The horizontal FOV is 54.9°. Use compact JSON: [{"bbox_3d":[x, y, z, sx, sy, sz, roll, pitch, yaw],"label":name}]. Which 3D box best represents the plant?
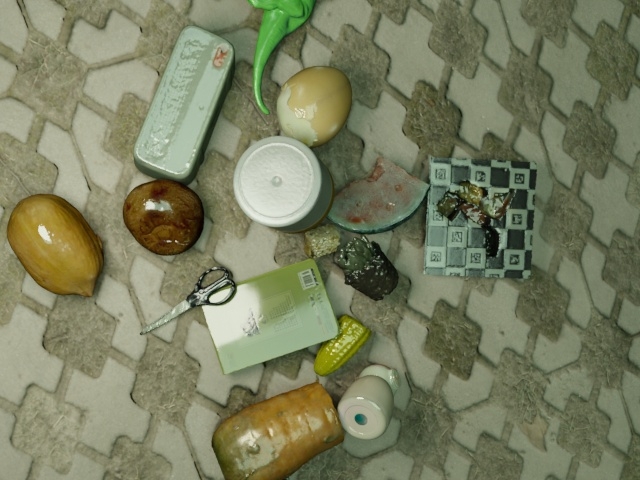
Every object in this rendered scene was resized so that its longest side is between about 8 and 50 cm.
[{"bbox_3d":[0.129,0.075,1.776,0.129,0.132,0.194,-37,113,17],"label":"plant"}]

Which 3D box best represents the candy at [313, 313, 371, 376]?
[{"bbox_3d":[0.053,0.312,1.793,0.106,0.094,0.199,39,86,-5],"label":"candy"}]

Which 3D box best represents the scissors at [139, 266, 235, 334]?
[{"bbox_3d":[-0.378,0.180,1.725,0.300,0.022,0.109,-32,71,-5],"label":"scissors"}]

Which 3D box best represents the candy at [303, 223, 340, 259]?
[{"bbox_3d":[0.000,0.000,1.773,0.110,0.095,0.085,-13,136,-10],"label":"candy"}]

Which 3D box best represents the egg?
[{"bbox_3d":[-0.013,-0.378,1.712,0.201,0.201,0.244,46,71,-9],"label":"egg"}]

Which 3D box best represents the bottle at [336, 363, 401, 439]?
[{"bbox_3d":[0.149,0.440,1.759,0.147,0.236,0.148,8,114,19],"label":"bottle"}]

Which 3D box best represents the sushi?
[{"bbox_3d":[0.480,-0.068,1.891,0.342,0.064,0.359,2,92,-8],"label":"sushi"}]

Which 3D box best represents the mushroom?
[{"bbox_3d":[-0.408,-0.052,1.632,0.194,0.138,0.231,-28,132,25],"label":"mushroom"}]

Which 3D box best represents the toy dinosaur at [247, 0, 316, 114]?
[{"bbox_3d":[-0.053,-0.628,1.765,0.374,0.144,0.500,-13,103,-27],"label":"toy dinosaur"}]

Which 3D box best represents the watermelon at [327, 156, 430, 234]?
[{"bbox_3d":[0.157,-0.122,1.808,0.318,0.148,0.226,-12,75,3],"label":"watermelon"}]

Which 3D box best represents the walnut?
[{"bbox_3d":[-0.677,0.023,1.584,0.203,0.203,0.298,-28,100,-10],"label":"walnut"}]

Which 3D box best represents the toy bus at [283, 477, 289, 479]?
[{"bbox_3d":[-0.126,0.719,1.781,0.052,0.058,0.102,16,93,-12],"label":"toy bus"}]

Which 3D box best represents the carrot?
[{"bbox_3d":[-0.122,0.541,1.701,0.340,0.224,0.224,-23,96,-15],"label":"carrot"}]

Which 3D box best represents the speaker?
[{"bbox_3d":[-0.359,-0.355,1.646,0.183,0.184,0.406,21,87,-11],"label":"speaker"}]

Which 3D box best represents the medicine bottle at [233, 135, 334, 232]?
[{"bbox_3d":[-0.093,-0.144,1.652,0.237,0.232,0.238,-1,86,9],"label":"medicine bottle"}]

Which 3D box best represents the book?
[{"bbox_3d":[-0.143,0.212,1.749,0.352,0.035,0.239,-18,82,-5],"label":"book"}]
